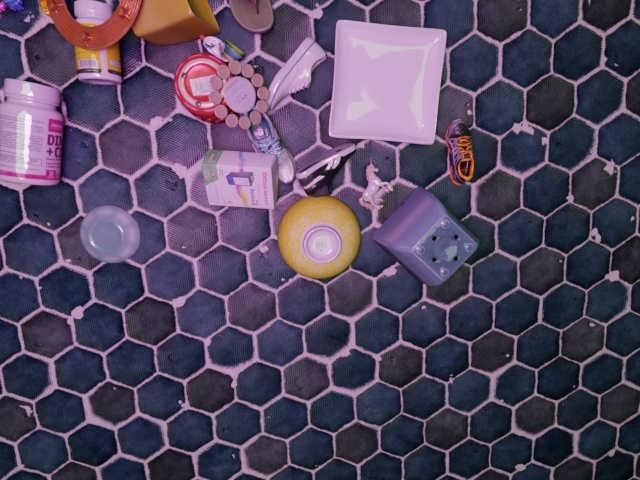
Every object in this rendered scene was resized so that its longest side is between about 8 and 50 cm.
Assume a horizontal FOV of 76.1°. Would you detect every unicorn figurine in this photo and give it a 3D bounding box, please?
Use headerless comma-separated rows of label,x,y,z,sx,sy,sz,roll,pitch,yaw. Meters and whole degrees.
unicorn figurine,0.180,-0.178,1.354,0.111,0.060,0.161,27,97,-9

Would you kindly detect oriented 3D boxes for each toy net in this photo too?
toy net,-0.290,-0.558,1.163,0.122,0.232,0.045,37,107,-14

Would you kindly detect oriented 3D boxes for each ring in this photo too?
ring,-0.610,-0.683,1.079,0.337,0.032,0.336,3,98,20

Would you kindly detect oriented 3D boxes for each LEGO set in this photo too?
LEGO set,-0.833,-0.693,1.175,0.227,0.087,0.093,-28,104,-5

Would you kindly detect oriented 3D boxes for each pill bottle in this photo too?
pill bottle,-0.851,-0.313,1.203,0.161,0.160,0.282,9,100,-6
pill bottle,-0.649,-0.570,1.191,0.119,0.119,0.208,0,100,-4

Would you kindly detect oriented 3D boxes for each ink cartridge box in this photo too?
ink cartridge box,-0.242,-0.188,1.262,0.213,0.093,0.154,4,133,2

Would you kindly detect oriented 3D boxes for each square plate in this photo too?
square plate,0.207,-0.491,1.292,0.344,0.049,0.347,3,101,-4

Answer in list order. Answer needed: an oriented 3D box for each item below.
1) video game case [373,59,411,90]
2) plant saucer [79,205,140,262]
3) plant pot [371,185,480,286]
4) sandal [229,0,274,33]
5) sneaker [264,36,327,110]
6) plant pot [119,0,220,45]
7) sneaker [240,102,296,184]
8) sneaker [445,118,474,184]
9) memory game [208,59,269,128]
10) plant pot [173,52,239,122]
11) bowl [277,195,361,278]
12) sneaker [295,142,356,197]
video game case,0.231,-0.531,1.318,0.122,0.011,0.087,2,101,-5
plant saucer,-0.693,-0.016,1.333,0.195,0.037,0.194,-1,100,-3
plant pot,0.353,0.003,1.304,0.247,0.252,0.248,42,95,-11
sandal,-0.230,-0.762,1.202,0.120,0.086,0.302,-20,101,0
sneaker,-0.077,-0.498,1.259,0.091,0.094,0.258,37,95,-5
plant pot,-0.441,-0.673,1.155,0.187,0.212,0.212,-21,102,13
sneaker,-0.169,-0.296,1.275,0.110,0.122,0.283,-30,101,2
sneaker,0.469,-0.290,1.344,0.084,0.083,0.214,-11,100,-1
memory game,-0.228,-0.408,1.153,0.186,0.012,0.186,-9,105,-35
plant pot,-0.331,-0.453,1.211,0.191,0.174,0.191,-1,98,-4
bowl,0.000,0.000,1.327,0.290,0.156,0.289,-1,100,-3
sneaker,0.035,-0.220,1.337,0.217,0.079,0.121,-30,118,-5
